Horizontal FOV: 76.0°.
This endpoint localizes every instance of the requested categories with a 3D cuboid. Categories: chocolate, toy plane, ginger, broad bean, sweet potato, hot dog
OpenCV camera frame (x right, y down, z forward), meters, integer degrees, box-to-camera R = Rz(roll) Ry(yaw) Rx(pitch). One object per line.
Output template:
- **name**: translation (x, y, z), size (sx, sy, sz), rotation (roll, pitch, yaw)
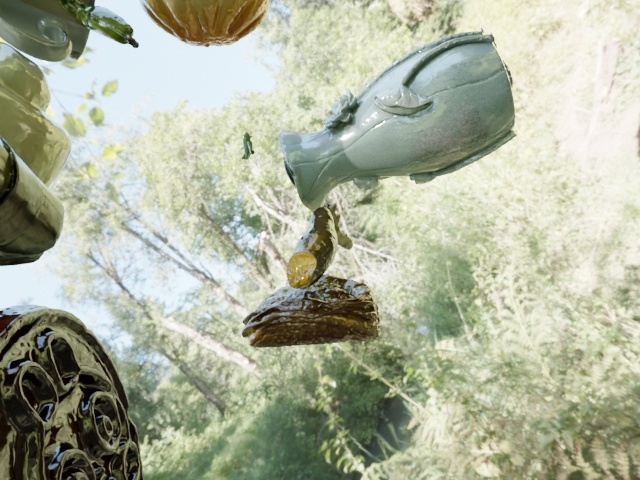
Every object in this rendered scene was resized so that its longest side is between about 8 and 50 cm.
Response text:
- **chocolate**: translation (-0.565, -0.167, 0.610), size (0.297, 0.326, 0.314), rotation (-67, 12, -7)
- **toy plane**: translation (-0.205, -0.263, 1.154), size (0.080, 0.033, 0.083), rotation (38, 126, 55)
- **ginger**: translation (0.037, -0.067, 1.335), size (0.089, 0.288, 0.075), rotation (-35, 30, 8)
- **broad bean**: translation (-0.403, -0.404, 0.752), size (0.048, 0.213, 0.070), rotation (-62, -20, 8)
- **sweet potato**: translation (0.000, 0.000, 0.740), size (0.077, 0.077, 0.244), rotation (-59, 3, 33)
- **hot dog**: translation (-0.021, 0.143, 0.809), size (0.196, 0.272, 0.122), rotation (-43, -50, -77)

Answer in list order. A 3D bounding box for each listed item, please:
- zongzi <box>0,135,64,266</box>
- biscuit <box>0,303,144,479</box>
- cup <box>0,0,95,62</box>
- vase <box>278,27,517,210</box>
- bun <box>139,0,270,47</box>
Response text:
- **zongzi**: translation (-0.365, -0.029, 0.321), size (0.242, 0.112, 0.221), rotation (-19, -27, -11)
- **biscuit**: translation (-0.322, 0.273, 0.508), size (0.091, 0.407, 0.407), rotation (-18, -11, -7)
- **cup**: translation (-0.615, -0.489, 0.828), size (0.257, 0.301, 0.227), rotation (0, -30, -42)
- **vase**: translation (0.138, -0.217, 0.827), size (0.445, 0.250, 0.250), rotation (-20, 7, 16)
- **bun**: translation (-0.267, -0.535, 0.947), size (0.299, 0.299, 0.165), rotation (-45, -47, -74)
